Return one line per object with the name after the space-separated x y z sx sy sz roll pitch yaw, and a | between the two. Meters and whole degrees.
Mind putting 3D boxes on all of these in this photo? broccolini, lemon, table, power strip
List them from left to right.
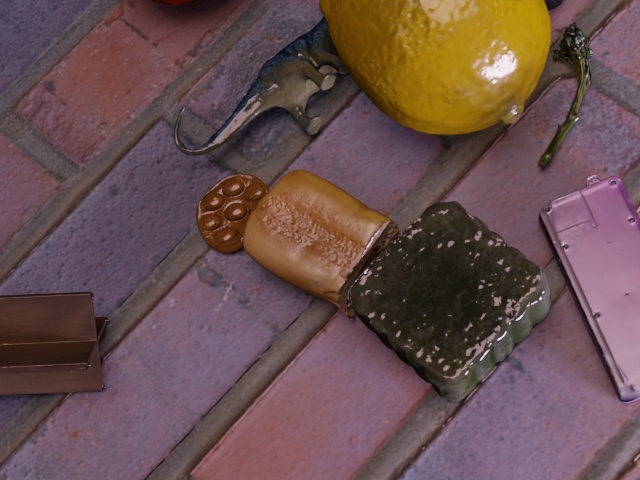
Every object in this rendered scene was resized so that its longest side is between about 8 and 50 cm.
-0.383 0.131 1.594 0.226 0.167 0.167 -3 66 3 | table
0.138 -0.267 1.572 0.245 0.245 0.320 -39 77 -4 | lemon
0.309 -0.177 1.608 0.052 0.054 0.194 13 72 -1 | broccolini
0.347 0.054 1.496 0.109 0.037 0.279 -22 64 4 | power strip

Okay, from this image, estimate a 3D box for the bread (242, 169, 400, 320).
0.001 0.000 1.580 0.173 0.085 0.134 32 87 21 | bread

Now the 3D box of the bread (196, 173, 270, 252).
-0.108 -0.036 1.658 0.110 0.024 0.110 -6 64 12 | bread

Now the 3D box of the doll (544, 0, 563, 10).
0.307 -0.407 1.658 0.234 0.135 0.143 -35 65 -7 | doll

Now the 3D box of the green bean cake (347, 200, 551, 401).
0.151 0.068 1.508 0.183 0.094 0.185 -46 65 -7 | green bean cake

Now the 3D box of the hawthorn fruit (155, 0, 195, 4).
-0.168 -0.443 1.727 0.271 0.242 0.242 1 67 29 | hawthorn fruit

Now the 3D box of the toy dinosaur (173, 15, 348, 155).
-0.026 -0.218 1.693 0.147 0.076 0.363 34 73 34 | toy dinosaur
